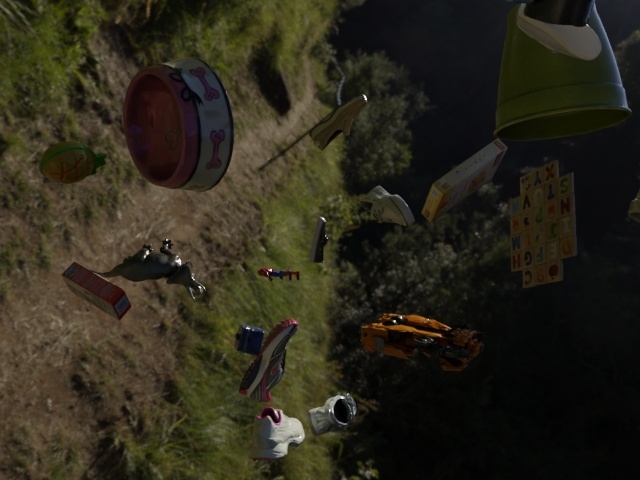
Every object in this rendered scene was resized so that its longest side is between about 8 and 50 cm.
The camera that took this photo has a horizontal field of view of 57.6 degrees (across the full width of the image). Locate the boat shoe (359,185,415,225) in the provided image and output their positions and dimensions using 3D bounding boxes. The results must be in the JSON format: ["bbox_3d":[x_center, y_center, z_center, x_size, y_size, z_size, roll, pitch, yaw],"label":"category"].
[{"bbox_3d":[0.167,-0.074,1.493,0.083,0.075,0.226,60,-4,-21],"label":"boat shoe"}]

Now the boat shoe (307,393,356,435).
[{"bbox_3d":[0.063,0.602,2.029,0.320,0.103,0.118,19,50,-63],"label":"boat shoe"}]

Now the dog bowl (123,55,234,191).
[{"bbox_3d":[-0.440,-0.338,1.736,0.150,0.408,0.408,-17,67,-44],"label":"dog bowl"}]

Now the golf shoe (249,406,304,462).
[{"bbox_3d":[-0.123,0.564,1.761,0.306,0.115,0.140,13,71,-76],"label":"golf shoe"}]

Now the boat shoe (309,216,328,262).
[{"bbox_3d":[0.000,0.000,1.535,0.040,0.142,0.049,12,36,-1],"label":"boat shoe"}]

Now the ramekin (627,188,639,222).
[{"bbox_3d":[0.571,-0.058,0.841,0.207,0.109,0.207,19,4,-1],"label":"ramekin"}]

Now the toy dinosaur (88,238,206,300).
[{"bbox_3d":[-0.471,0.068,1.602,0.313,0.121,0.160,8,13,-16],"label":"toy dinosaur"}]

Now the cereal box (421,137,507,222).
[{"bbox_3d":[0.393,-0.162,1.598,0.047,0.240,0.173,51,-16,19],"label":"cereal box"}]

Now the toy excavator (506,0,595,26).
[{"bbox_3d":[0.232,-0.558,1.029,0.444,0.223,0.433,4,32,-8],"label":"toy excavator"}]

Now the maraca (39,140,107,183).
[{"bbox_3d":[-0.623,-0.194,1.474,0.099,0.127,0.185,59,19,11],"label":"maraca"}]

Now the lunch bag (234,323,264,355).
[{"bbox_3d":[-0.180,0.244,1.433,0.065,0.067,0.098,14,-9,-12],"label":"lunch bag"}]

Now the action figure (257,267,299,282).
[{"bbox_3d":[-0.097,0.074,1.264,0.038,0.115,0.030,-5,98,-46],"label":"action figure"}]

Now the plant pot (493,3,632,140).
[{"bbox_3d":[0.670,-0.500,1.673,0.366,0.366,0.354,3,81,-70],"label":"plant pot"}]

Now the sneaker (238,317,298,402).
[{"bbox_3d":[-0.155,0.393,1.934,0.112,0.299,0.121,30,5,-8],"label":"sneaker"}]

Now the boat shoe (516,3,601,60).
[{"bbox_3d":[0.471,-0.410,1.167,0.184,0.066,0.063,35,-13,15],"label":"boat shoe"}]

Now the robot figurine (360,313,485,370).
[{"bbox_3d":[0.259,0.247,1.440,0.211,0.290,0.085,-16,111,-56],"label":"robot figurine"}]

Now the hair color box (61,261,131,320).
[{"bbox_3d":[-0.582,0.132,1.516,0.167,0.053,0.093,27,-32,16],"label":"hair color box"}]

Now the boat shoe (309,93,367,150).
[{"bbox_3d":[0.060,-0.318,1.594,0.072,0.190,0.068,58,24,13],"label":"boat shoe"}]

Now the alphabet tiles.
[{"bbox_3d":[0.628,-0.043,1.666,0.285,0.011,0.343,145,-51,-70],"label":"alphabet tiles"}]
